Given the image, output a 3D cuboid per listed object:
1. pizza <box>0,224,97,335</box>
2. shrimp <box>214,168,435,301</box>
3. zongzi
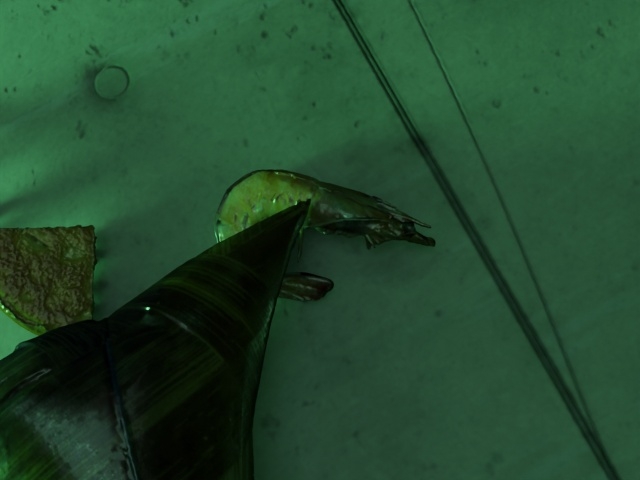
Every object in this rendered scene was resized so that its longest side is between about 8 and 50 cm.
[{"bbox_3d":[-0.303,0.039,0.908,0.134,0.046,0.175,-37,89,-21],"label":"pizza"},{"bbox_3d":[0.000,0.000,0.897,0.250,0.052,0.144,10,88,16],"label":"shrimp"},{"bbox_3d":[-0.091,0.209,0.791,0.432,0.208,0.403,-32,80,-13],"label":"zongzi"}]
